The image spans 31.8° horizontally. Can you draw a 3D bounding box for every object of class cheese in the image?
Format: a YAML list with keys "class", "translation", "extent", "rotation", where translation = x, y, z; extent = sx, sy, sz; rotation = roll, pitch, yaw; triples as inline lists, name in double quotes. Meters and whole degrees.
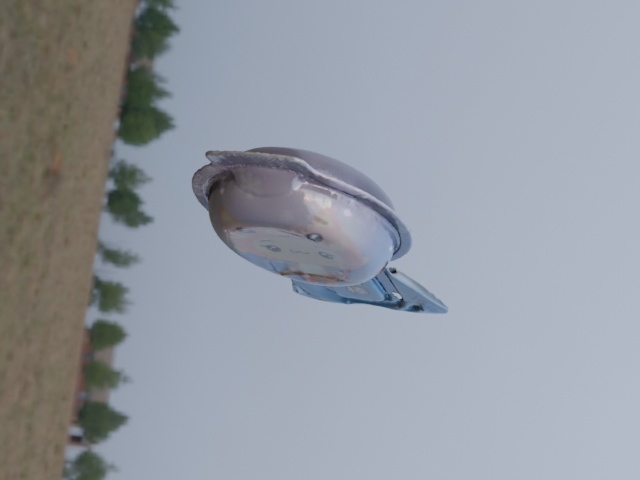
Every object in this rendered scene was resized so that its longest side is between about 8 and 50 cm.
- class: "cheese"
  translation: [0.000, 0.000, 0.708]
  extent: [0.245, 0.135, 0.052]
  rotation: [52, 50, -60]
